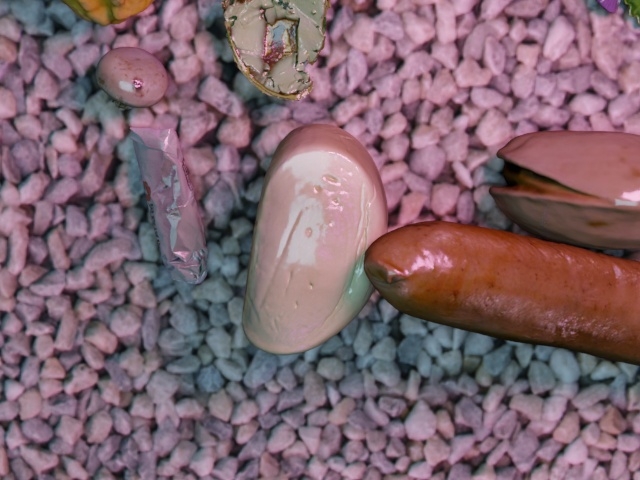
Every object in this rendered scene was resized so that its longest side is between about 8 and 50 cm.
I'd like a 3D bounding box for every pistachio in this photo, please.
[{"bbox_3d":[0.312,-0.060,1.301,0.238,0.153,0.137,9,93,27],"label":"pistachio"}]

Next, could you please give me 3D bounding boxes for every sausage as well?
[{"bbox_3d":[0.266,0.065,1.279,0.501,0.136,0.123,13,104,-22],"label":"sausage"}]

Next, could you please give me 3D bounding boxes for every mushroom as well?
[{"bbox_3d":[-0.224,-0.182,1.327,0.085,0.085,0.079,24,130,-3],"label":"mushroom"}]

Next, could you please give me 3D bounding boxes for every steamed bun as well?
[{"bbox_3d":[0.000,0.000,1.287,0.155,0.200,0.250,9,105,-1],"label":"steamed bun"}]

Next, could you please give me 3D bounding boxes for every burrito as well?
[{"bbox_3d":[-0.178,-0.043,1.357,0.064,0.064,0.203,-14,99,4],"label":"burrito"}]

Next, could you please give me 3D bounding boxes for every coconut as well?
[{"bbox_3d":[-0.050,-0.250,1.310,0.133,0.055,0.158,22,100,-2],"label":"coconut"}]

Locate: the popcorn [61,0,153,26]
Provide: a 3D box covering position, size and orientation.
[{"bbox_3d":[-0.253,-0.348,1.258,0.140,0.163,0.194,-6,135,21],"label":"popcorn"}]

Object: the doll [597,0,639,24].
[{"bbox_3d":[0.354,-0.323,1.286,0.115,0.050,0.190,-27,108,14],"label":"doll"}]
